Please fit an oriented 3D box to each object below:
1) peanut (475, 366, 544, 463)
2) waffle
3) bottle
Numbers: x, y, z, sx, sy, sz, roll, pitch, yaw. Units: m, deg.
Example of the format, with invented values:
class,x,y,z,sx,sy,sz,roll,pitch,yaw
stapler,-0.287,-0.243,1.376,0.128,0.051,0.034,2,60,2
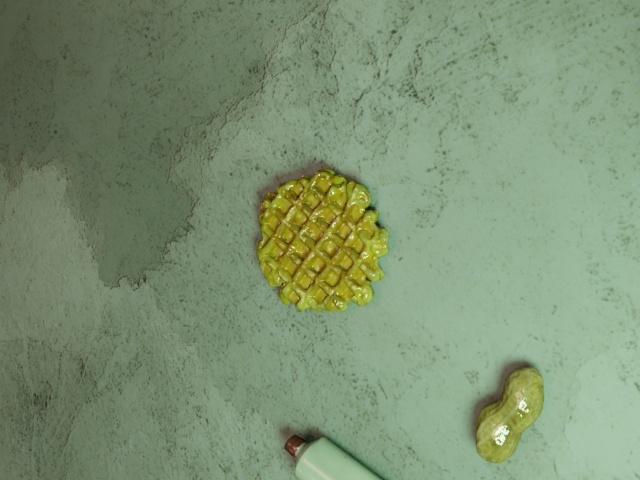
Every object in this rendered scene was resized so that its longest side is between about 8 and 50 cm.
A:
class,x,y,z,sx,sy,sz,roll,pitch,yaw
peanut,0.340,0.312,1.248,0.089,0.089,0.192,36,103,26
waffle,0.000,0.000,1.461,0.325,0.068,0.301,-7,86,29
bottle,0.029,0.480,1.414,0.245,0.104,0.104,30,104,28
